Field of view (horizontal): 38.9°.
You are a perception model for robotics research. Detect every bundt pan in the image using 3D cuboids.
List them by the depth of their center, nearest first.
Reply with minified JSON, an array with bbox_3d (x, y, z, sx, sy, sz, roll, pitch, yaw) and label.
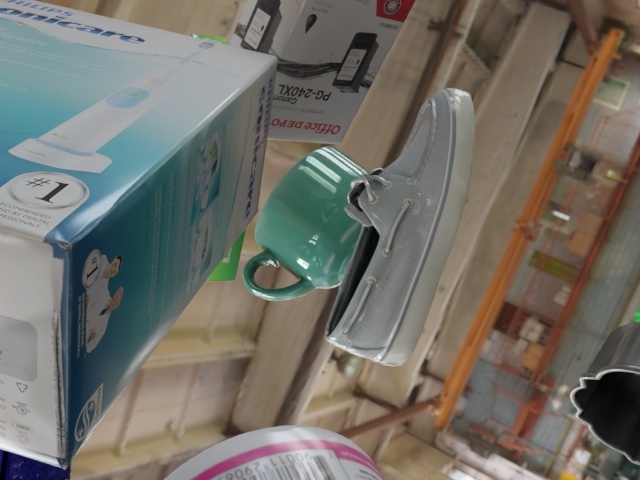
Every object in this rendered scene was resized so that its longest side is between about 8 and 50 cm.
[{"bbox_3d":[0.516,0.215,1.218,0.124,0.331,0.331,-59,-22,-26],"label":"bundt pan"}]

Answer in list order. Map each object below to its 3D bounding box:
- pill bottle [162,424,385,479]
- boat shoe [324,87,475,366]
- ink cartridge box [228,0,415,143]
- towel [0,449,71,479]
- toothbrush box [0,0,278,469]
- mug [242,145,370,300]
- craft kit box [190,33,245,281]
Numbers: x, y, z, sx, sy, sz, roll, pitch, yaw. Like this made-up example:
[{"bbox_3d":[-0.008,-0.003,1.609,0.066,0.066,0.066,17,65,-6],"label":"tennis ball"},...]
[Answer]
[{"bbox_3d":[0.012,0.239,0.422,0.160,0.283,0.160,-14,-51,-18],"label":"pill bottle"},{"bbox_3d":[0.058,-0.015,0.714,0.079,0.081,0.227,-150,75,-77],"label":"boat shoe"},{"bbox_3d":[-0.006,-0.151,0.695,0.109,0.063,0.150,-2,-51,-45],"label":"ink cartridge box"},{"bbox_3d":[-0.279,0.272,0.724,0.076,0.228,0.308,16,-108,-31],"label":"towel"},{"bbox_3d":[-0.172,-0.036,0.520,0.295,0.216,0.126,-63,-15,-60],"label":"toothbrush box"},{"bbox_3d":[0.006,-0.004,0.922,0.129,0.097,0.157,-15,-42,-58],"label":"mug"},{"bbox_3d":[-0.144,-0.115,1.207,0.061,0.246,0.249,3,-59,-20],"label":"craft kit box"}]
